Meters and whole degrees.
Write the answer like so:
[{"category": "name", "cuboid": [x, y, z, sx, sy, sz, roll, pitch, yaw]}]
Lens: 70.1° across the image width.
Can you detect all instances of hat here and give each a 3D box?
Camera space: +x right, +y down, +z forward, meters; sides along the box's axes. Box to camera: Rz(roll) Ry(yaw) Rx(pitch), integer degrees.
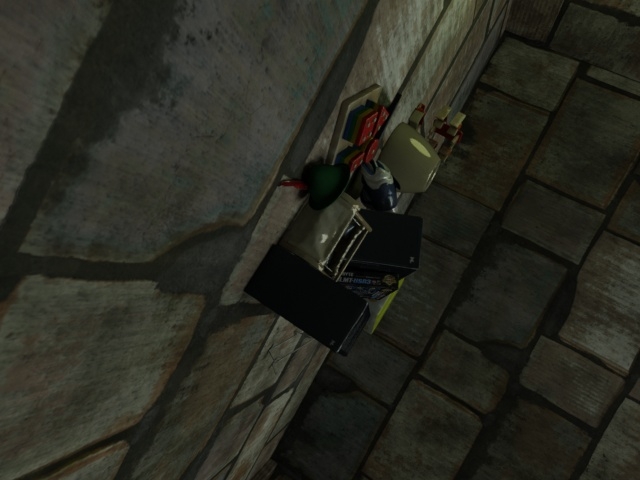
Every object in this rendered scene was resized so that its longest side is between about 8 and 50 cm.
[{"category": "hat", "cuboid": [-0.030, -0.202, 1.333, 0.173, 0.183, 0.208, -52, -151, 6]}]

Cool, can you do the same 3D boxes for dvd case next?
[{"category": "dvd case", "cuboid": [0.245, -0.443, 1.708, 0.181, 0.022, 0.253, -63, 179, 9]}]

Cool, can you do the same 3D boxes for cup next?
[{"category": "cup", "cuboid": [0.422, -0.354, 2.153, 0.331, 0.236, 0.331, -54, 164, -23]}]

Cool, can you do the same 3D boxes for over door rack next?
[{"category": "over door rack", "cuboid": [-0.119, 0.454, 2.134, 0.324, 0.108, 0.240, -39, 157, -21]}]

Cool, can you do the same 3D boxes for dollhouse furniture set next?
[{"category": "dollhouse furniture set", "cuboid": [0.564, -0.553, 2.214, 0.135, 0.259, 0.262, -52, 163, -21]}]

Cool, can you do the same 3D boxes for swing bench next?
[{"category": "swing bench", "cuboid": [0.024, -0.017, 1.522, 0.253, 0.165, 0.255, -58, 156, -10]}]

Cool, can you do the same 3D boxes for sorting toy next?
[{"category": "sorting toy", "cuboid": [0.132, -0.346, 1.486, 0.255, 0.089, 0.257, -44, 158, -48]}]

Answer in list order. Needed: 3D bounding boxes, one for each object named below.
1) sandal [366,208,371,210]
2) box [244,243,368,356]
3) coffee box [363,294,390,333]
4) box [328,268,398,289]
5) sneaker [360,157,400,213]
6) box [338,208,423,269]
[{"category": "sandal", "cuboid": [0.260, -0.143, 2.365, 0.180, 0.049, 0.072, -64, 165, 10]}, {"category": "box", "cuboid": [-0.026, 0.205, 1.477, 0.179, 0.343, 0.312, -57, 166, -9]}, {"category": "coffee box", "cuboid": [0.215, 0.215, 2.316, 0.338, 0.334, 0.338, -54, 164, -23]}, {"category": "box", "cuboid": [0.153, 0.190, 1.952, 0.295, 0.292, 0.074, 116, -22, -73]}, {"category": "sneaker", "cuboid": [0.229, -0.251, 1.916, 0.323, 0.130, 0.237, -116, -171, -67]}, {"category": "box", "cuboid": [0.234, 0.026, 1.901, 0.395, 0.293, 0.212, 97, 1, -79]}]
